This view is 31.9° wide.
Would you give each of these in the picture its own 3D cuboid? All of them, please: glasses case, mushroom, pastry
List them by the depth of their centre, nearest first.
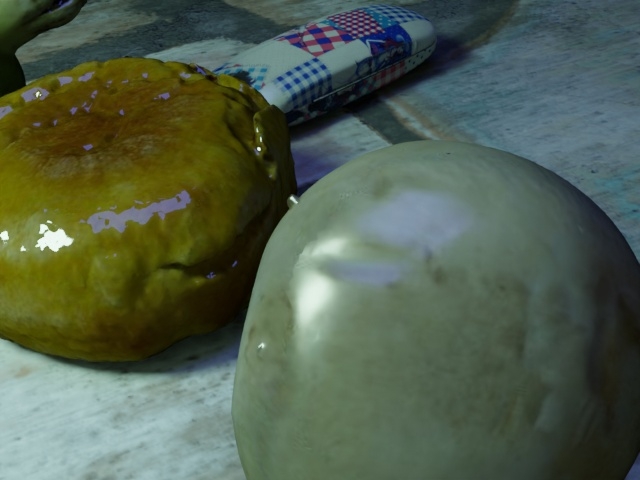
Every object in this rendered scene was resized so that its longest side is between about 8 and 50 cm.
[{"bbox_3d":[0.068,0.079,0.765,0.293,0.292,0.290,-14,6,-17],"label":"mushroom"},{"bbox_3d":[-0.180,-0.040,1.002,0.356,0.163,0.356,-1,39,1],"label":"pastry"},{"bbox_3d":[0.004,-0.209,1.324,0.327,0.076,0.125,-30,44,-34],"label":"glasses case"}]

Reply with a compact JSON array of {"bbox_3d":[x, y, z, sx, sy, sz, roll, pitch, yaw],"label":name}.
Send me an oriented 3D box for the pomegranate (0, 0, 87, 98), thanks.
[{"bbox_3d":[-0.373,-0.167,1.128,0.306,0.242,0.242,-17,36,-10],"label":"pomegranate"}]
